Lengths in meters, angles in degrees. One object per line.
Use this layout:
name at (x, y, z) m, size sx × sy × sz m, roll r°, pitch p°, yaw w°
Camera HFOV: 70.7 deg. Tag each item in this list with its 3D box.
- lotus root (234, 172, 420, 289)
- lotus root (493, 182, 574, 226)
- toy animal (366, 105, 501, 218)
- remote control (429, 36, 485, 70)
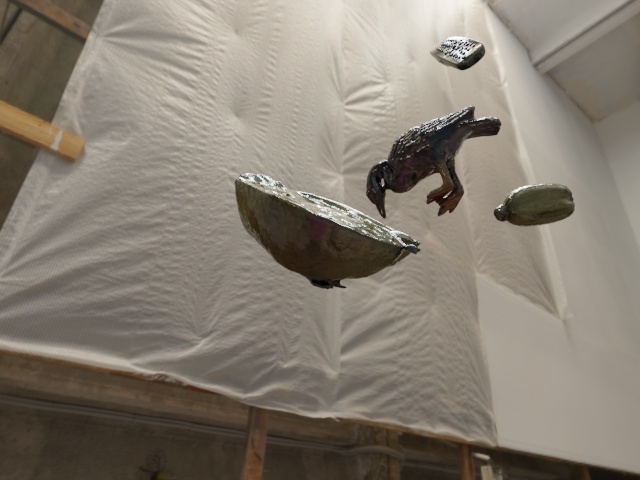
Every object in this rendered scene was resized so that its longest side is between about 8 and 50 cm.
lotus root at (-0.003, -0.001, 0.455) m, size 0.183 × 0.203 × 0.078 m, roll 13°, pitch -78°, yaw -39°
lotus root at (0.465, -0.075, 0.990) m, size 0.182 × 0.077 × 0.091 m, roll -11°, pitch -101°, yaw -5°
toy animal at (0.225, -0.160, 0.933) m, size 0.122 × 0.298 × 0.186 m, roll 14°, pitch -143°, yaw -46°
remote control at (0.315, -0.439, 1.056) m, size 0.042 × 0.072 × 0.222 m, roll 46°, pitch -166°, yaw -26°
